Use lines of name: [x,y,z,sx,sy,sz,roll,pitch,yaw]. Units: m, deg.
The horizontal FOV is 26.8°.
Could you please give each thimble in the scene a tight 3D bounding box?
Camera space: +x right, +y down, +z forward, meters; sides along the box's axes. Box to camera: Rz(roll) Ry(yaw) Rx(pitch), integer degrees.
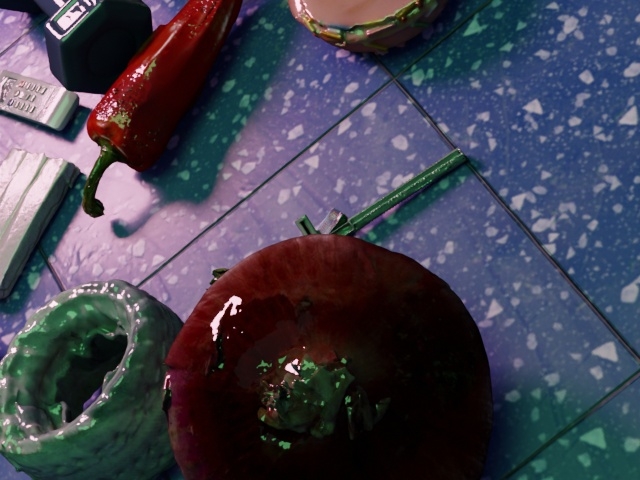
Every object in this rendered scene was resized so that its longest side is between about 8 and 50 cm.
thimble: [-0.251,0.176,1.543,0.250,0.172,0.205,-48,50,-6]

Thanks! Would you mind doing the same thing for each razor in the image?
razor: [0.080,-0.045,1.571,0.211,0.036,0.084,-33,92,-2]

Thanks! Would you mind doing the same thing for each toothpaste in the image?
toothpaste: [0.000,0.000,1.596,0.020,0.017,0.083,33,82,34]

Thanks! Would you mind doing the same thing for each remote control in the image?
remote control: [-0.406,-0.196,1.889,0.162,0.029,0.061,20,73,37]

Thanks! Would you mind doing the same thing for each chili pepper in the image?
chili pepper: [-0.205,-0.203,1.746,0.110,0.110,0.387,24,74,33]

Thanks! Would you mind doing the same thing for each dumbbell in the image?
dumbbell: [-0.363,-0.337,1.871,0.316,0.156,0.144,45,119,36]

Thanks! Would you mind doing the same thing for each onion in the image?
onion: [0.009,0.160,1.328,0.347,0.285,0.348,-1,82,5]

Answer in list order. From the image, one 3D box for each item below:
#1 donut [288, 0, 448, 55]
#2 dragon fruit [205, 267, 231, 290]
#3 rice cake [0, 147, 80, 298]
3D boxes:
donut: [0.072,-0.320,1.682,0.233,0.085,0.199,-10,61,21]
dragon fruit: [-0.040,0.086,1.525,0.175,0.138,0.142,-9,84,-1]
rice cake: [-0.418,-0.022,1.800,0.124,0.038,0.211,14,73,31]
